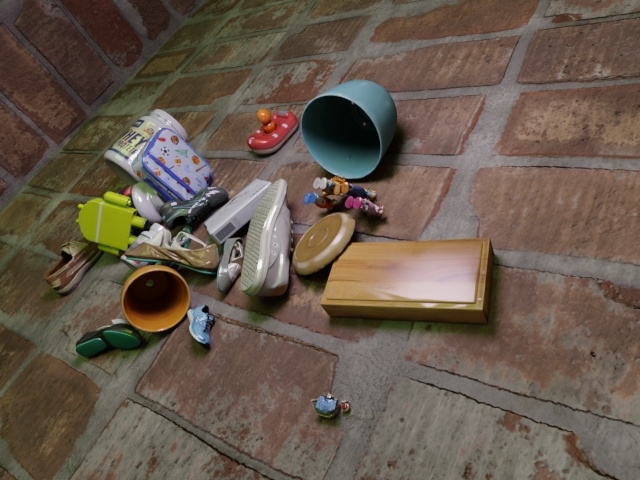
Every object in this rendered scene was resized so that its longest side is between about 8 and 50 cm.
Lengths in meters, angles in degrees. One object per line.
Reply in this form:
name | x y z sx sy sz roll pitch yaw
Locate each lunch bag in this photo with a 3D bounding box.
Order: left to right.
lunch bag | -0.567 -0.266 1.858 0.114 0.303 0.243 -17 43 36

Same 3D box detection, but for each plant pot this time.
plant pot | -0.543 0.165 1.539 0.205 0.205 0.188 -44 28 -11
plant pot | 0.000 0.000 1.404 0.236 0.032 0.236 -35 27 21
plant pot | 0.118 -0.391 1.568 0.292 0.293 0.235 6 41 35

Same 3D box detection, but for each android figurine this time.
android figurine | -0.801 -0.063 1.818 0.272 0.249 0.056 15 21 0

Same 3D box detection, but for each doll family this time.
doll family | 0.086 -0.146 1.458 0.262 0.163 0.119 11 90 37

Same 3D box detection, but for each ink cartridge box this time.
ink cartridge box | -0.293 -0.112 1.724 0.275 0.060 0.239 -41 19 -8

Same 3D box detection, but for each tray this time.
tray | 0.216 0.098 1.212 0.410 0.076 0.203 -2 52 29

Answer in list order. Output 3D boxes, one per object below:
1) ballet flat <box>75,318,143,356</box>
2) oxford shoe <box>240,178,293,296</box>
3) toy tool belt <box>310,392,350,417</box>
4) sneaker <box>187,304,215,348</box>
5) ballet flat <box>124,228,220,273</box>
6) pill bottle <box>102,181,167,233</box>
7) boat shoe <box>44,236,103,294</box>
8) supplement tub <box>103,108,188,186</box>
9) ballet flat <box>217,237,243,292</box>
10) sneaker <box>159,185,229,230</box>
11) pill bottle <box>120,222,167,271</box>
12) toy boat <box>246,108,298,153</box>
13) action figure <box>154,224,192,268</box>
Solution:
ballet flat | -0.687 0.308 1.562 0.280 0.095 0.096 -13 34 21
oxford shoe | -0.147 -0.007 1.485 0.169 0.130 0.450 -42 33 41
toy tool belt | 0.023 0.378 1.093 0.083 0.051 0.052 -7 49 26
sneaker | -0.353 0.251 1.429 0.073 0.063 0.162 -30 43 -1
ballet flat | -0.495 0.029 1.606 0.341 0.116 0.124 8 89 15
pill bottle | -0.758 -0.121 1.920 0.322 0.182 0.182 -22 44 13
boat shoe | -0.999 0.061 1.948 0.122 0.120 0.324 -1 52 30
supplement tub | -0.782 -0.411 2.156 0.235 0.235 0.325 17 62 40
ballet flat | -0.287 0.073 1.543 0.068 0.072 0.213 -12 47 14
sneaker | -0.466 -0.116 1.793 0.267 0.101 0.106 -23 55 -8
pill bottle | -0.643 0.029 1.770 0.107 0.108 0.180 13 59 38
toy boat | -0.209 -0.461 1.914 0.150 0.151 0.231 21 65 42
action figure | -0.540 0.034 1.742 0.137 0.064 0.232 0 49 35
